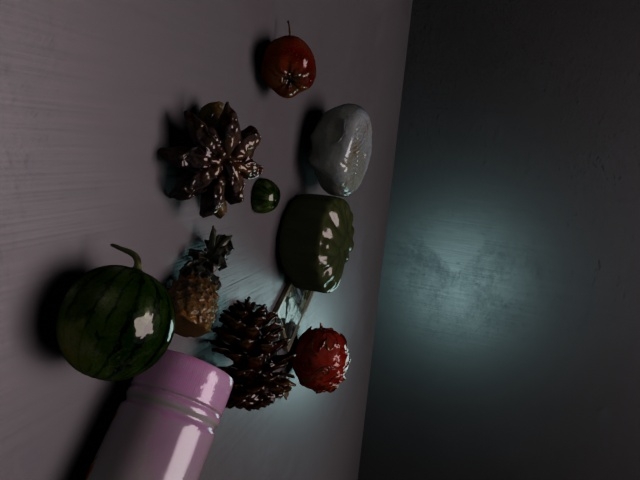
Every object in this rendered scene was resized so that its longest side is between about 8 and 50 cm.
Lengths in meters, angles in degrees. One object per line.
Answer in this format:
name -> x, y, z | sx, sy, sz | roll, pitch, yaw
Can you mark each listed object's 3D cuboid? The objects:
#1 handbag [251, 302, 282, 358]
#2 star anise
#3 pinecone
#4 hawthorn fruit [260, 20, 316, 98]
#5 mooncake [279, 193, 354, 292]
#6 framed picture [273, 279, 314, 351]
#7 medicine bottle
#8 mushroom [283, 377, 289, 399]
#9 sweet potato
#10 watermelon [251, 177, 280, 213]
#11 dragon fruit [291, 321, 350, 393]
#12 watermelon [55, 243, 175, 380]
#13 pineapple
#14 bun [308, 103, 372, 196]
handbag -> -0.181, 0.293, 1.596 | 0.270, 0.088, 0.175 | 53, 41, -66
star anise -> -0.210, -0.159, 1.101 | 0.223, 0.109, 0.236 | -27, 129, -35
pinecone -> -0.189, 0.293, 1.362 | 0.246, 0.246, 0.292 | 10, 74, -72
hawthorn fruit -> -0.087, -0.497, 1.429 | 0.163, 0.162, 0.204 | 77, 10, -49
mooncake -> 0.000, 0.000, 1.802 | 0.351, 0.187, 0.351 | 7, 90, -67
framed picture -> -0.088, 0.215, 1.924 | 0.324, 0.020, 0.241 | -64, 154, -42
medicine bottle -> -0.317, 0.396, 1.023 | 0.202, 0.202, 0.316 | 71, 34, -55
mushroom -> -0.132, 0.539, 1.889 | 0.187, 0.061, 0.060 | 74, 25, -60
sweet potato -> -0.247, -0.176, 1.180 | 0.075, 0.075, 0.273 | -45, 143, -61
watermelon -> -0.151, -0.126, 1.502 | 0.105, 0.062, 0.106 | -31, 126, -56
dragon fruit -> 0.003, 0.457, 1.989 | 0.241, 0.240, 0.252 | -50, 133, -58
watermelon -> -0.334, 0.125, 0.870 | 0.188, 0.188, 0.215 | 56, 52, -64
pineapple -> -0.271, 0.089, 1.174 | 0.128, 0.128, 0.248 | 75, 24, -51
bun -> 0.064, -0.327, 1.849 | 0.354, 0.194, 0.355 | 11, 90, -74
